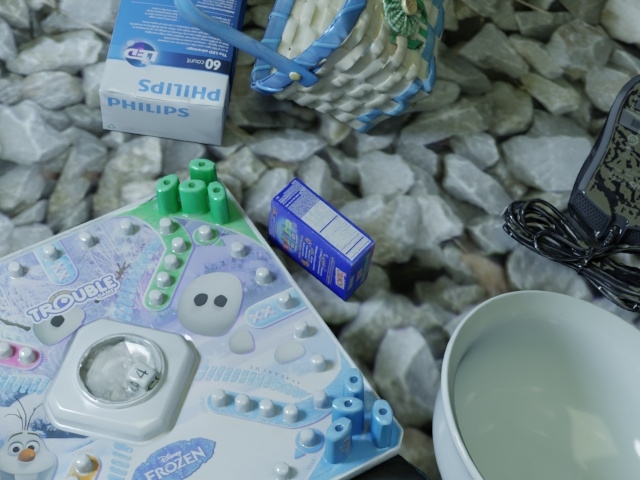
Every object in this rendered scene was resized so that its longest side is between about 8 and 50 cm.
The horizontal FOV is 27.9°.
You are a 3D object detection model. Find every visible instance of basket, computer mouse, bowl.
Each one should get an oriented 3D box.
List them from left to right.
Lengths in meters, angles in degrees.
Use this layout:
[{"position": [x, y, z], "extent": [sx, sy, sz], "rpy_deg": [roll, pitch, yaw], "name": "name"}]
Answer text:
[{"position": [-0.004, -0.273, 1.359], "extent": [0.289, 0.201, 0.255], "rpy_deg": [26, 59, -22], "name": "basket"}, {"position": [0.215, 0.201, 1.167], "extent": [0.298, 0.134, 0.298], "rpy_deg": [16, 44, -16], "name": "bowl"}, {"position": [0.330, -0.065, 1.393], "extent": [0.188, 0.072, 0.272], "rpy_deg": [32, 75, 8], "name": "computer mouse"}]

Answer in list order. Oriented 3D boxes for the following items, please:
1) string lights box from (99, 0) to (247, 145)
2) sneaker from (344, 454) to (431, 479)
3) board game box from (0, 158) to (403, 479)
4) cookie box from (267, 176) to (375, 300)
[{"position": [-0.154, -0.240, 1.419], "extent": [0.133, 0.077, 0.260], "rpy_deg": [9, 61, -2], "name": "string lights box"}, {"position": [-0.040, 0.297, 1.136], "extent": [0.341, 0.125, 0.140], "rpy_deg": [-17, 38, -13], "name": "sneaker"}, {"position": [-0.184, 0.118, 1.184], "extent": [0.390, 0.050, 0.390], "rpy_deg": [-24, 54, -18], "name": "board game box"}, {"position": [0.000, 0.000, 1.298], "extent": [0.107, 0.092, 0.040], "rpy_deg": [40, 67, 14], "name": "cookie box"}]
